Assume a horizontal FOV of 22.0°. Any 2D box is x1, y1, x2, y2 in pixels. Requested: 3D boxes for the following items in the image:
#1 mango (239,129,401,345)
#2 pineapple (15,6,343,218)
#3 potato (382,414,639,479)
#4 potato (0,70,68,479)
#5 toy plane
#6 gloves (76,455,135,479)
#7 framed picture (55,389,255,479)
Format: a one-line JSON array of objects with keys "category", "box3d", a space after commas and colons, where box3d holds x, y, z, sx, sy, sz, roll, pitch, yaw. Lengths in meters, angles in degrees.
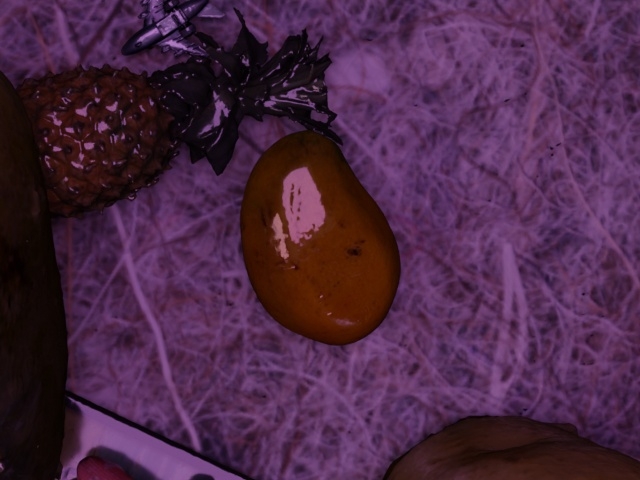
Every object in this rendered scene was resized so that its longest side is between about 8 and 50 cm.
[{"category": "mango", "box3d": [-0.005, 0.005, 1.229, 0.115, 0.089, 0.165, -33, 117, 4]}, {"category": "pineapple", "box3d": [-0.107, -0.098, 1.234, 0.251, 0.125, 0.125, -15, 89, -11]}, {"category": "potato", "box3d": [0.186, 0.245, 1.186, 0.242, 0.242, 0.285, -41, 91, -4]}, {"category": "potato", "box3d": [-0.289, 0.048, 1.106, 0.219, 0.270, 0.359, 11, 117, 19]}, {"category": "toy plane", "box3d": [-0.118, -0.167, 1.271, 0.083, 0.031, 0.078, -34, 104, -7]}, {"category": "gloves", "box3d": [-0.118, 0.270, 1.201, 0.145, 0.126, 0.241, -26, 98, 0]}, {"category": "framed picture", "box3d": [-0.116, 0.296, 1.265, 0.347, 0.016, 0.265, 27, 86, -3]}]
